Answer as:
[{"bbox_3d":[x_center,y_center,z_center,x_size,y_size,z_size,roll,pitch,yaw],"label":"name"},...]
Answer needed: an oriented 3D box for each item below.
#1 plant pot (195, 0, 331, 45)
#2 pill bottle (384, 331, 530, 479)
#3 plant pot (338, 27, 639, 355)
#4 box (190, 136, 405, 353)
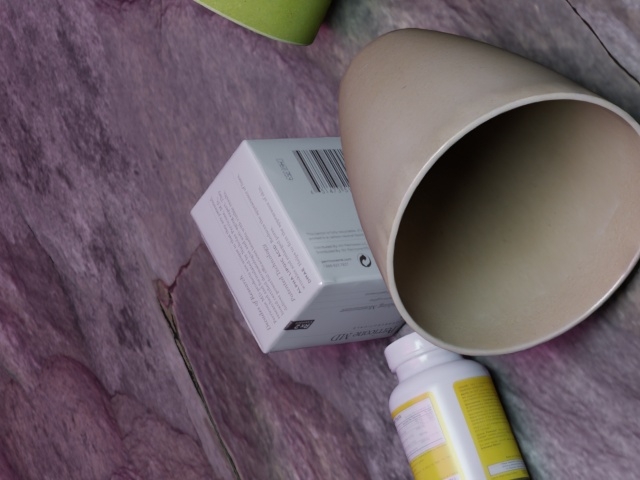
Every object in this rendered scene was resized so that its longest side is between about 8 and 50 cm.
[{"bbox_3d":[-0.049,-0.388,1.721,0.275,0.275,0.293,45,110,36],"label":"plant pot"},{"bbox_3d":[0.126,0.178,1.665,0.103,0.103,0.184,-36,67,44],"label":"pill bottle"},{"bbox_3d":[0.124,-0.076,1.569,0.274,0.257,0.256,54,131,52],"label":"plant pot"},{"bbox_3d":[0.000,0.000,1.732,0.119,0.181,0.182,-51,58,39],"label":"box"}]
